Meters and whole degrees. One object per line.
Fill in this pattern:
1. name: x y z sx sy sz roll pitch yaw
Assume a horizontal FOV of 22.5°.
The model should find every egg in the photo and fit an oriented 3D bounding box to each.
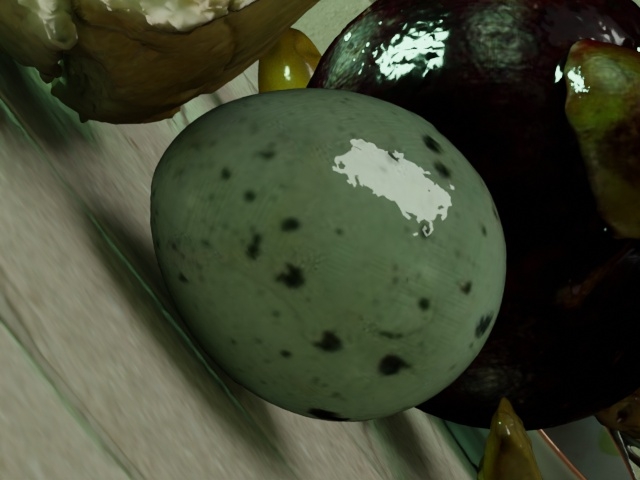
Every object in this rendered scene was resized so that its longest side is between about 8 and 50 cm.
1. egg: 0.000 0.000 0.628 0.164 0.131 0.131 42 14 -43

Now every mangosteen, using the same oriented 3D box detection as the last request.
1. mangosteen: 0.147 -0.034 1.003 0.307 0.347 0.307 28 55 -51

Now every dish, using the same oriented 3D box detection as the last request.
1. dish: 0.160 0.145 1.363 0.260 0.085 0.260 47 14 -16

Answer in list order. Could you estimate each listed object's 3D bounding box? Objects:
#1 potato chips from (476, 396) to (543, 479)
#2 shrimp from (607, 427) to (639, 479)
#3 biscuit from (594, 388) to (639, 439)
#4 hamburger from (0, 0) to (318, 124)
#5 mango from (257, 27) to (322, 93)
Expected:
1. potato chips: 0.172 0.242 1.002 0.407 0.080 0.057 55 22 -31
2. shrimp: 0.236 0.210 1.568 0.372 0.137 0.172 46 45 -21
3. biscuit: 0.179 0.038 1.351 0.334 0.081 0.289 43 16 -19
4. hamburger: -0.052 -0.156 0.651 0.162 0.330 0.209 49 -35 -8
5. mango: -0.001 -0.072 1.228 0.098 0.075 0.190 -51 124 -80
